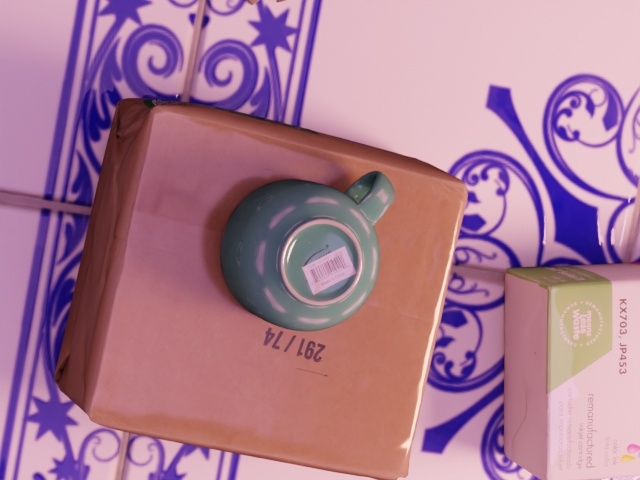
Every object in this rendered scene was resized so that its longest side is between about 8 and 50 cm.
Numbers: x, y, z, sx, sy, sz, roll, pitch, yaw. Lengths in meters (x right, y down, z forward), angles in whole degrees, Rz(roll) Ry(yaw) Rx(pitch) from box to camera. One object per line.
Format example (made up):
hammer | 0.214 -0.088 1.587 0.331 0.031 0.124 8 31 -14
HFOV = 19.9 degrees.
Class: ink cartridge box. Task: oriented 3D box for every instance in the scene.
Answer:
ink cartridge box | 0.373 0.128 1.887 0.353 0.119 0.207 -3 97 -17

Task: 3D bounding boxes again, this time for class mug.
mug | -0.009 0.001 1.587 0.129 0.097 0.158 18 90 -19

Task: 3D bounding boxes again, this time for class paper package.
paper package | -0.055 0.043 1.716 0.324 0.168 0.310 12 91 -18

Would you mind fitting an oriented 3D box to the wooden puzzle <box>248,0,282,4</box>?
wooden puzzle | -0.062 -0.261 1.759 0.049 0.006 0.083 -41 107 -9
